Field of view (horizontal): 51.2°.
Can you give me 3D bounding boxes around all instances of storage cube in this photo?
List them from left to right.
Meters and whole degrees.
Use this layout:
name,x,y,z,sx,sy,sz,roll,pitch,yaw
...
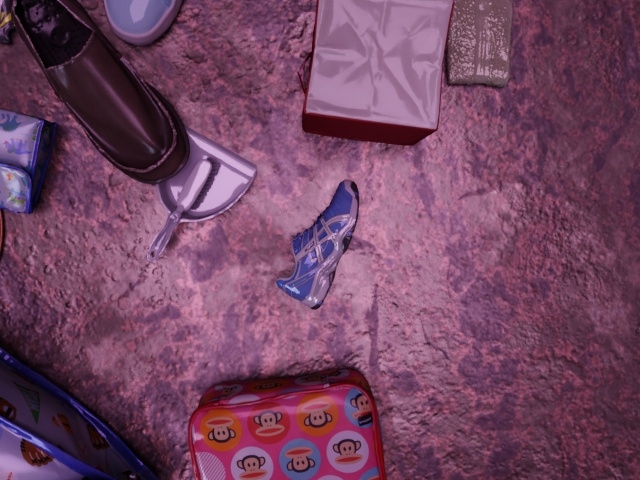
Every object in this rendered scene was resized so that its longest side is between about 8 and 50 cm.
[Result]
name,x,y,z,sx,sy,sz,roll,pitch,yaw
storage cube,0.073,-0.247,0.980,0.215,0.193,0.183,8,92,-2

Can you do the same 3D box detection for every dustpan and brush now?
name,x,y,z,sx,sy,sz,roll,pitch,yaw
dustpan and brush,-0.211,-0.060,1.046,0.147,0.060,0.211,29,91,-2

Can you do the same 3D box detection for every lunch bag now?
name,x,y,z,sx,sy,sz,roll,pitch,yaw
lunch bag,-0.471,0.379,0.960,0.385,0.239,0.328,43,88,-16
lunch bag,-0.491,-0.126,1.021,0.129,0.096,0.151,14,95,-8
lunch bag,-0.047,0.345,1.041,0.293,0.120,0.258,-8,96,1

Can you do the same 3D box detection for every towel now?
name,x,y,z,sx,sy,sz,roll,pitch,yaw
towel,0.252,-0.320,1.063,0.110,0.027,0.148,2,92,0

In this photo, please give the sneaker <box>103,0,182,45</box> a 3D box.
name,x,y,z,sx,sy,sz,roll,pitch,yaw
sneaker,-0.258,-0.482,0.986,0.135,0.150,0.365,11,92,-1

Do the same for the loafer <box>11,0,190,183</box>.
name,x,y,z,sx,sy,sz,roll,pitch,yaw
loafer,-0.343,-0.233,0.993,0.134,0.130,0.366,-42,87,1

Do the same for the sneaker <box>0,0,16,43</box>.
name,x,y,z,sx,sy,sz,roll,pitch,yaw
sneaker,-0.491,-0.347,1.050,0.035,0.031,0.083,19,96,-15

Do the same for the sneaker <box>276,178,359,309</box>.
name,x,y,z,sx,sy,sz,roll,pitch,yaw
sneaker,0.000,0.000,1.043,0.081,0.080,0.211,22,90,-5

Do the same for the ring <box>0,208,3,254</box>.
name,x,y,z,sx,sy,sz,roll,pitch,yaw
ring,-0.673,-0.018,1.054,0.337,0.032,0.336,0,91,-1
